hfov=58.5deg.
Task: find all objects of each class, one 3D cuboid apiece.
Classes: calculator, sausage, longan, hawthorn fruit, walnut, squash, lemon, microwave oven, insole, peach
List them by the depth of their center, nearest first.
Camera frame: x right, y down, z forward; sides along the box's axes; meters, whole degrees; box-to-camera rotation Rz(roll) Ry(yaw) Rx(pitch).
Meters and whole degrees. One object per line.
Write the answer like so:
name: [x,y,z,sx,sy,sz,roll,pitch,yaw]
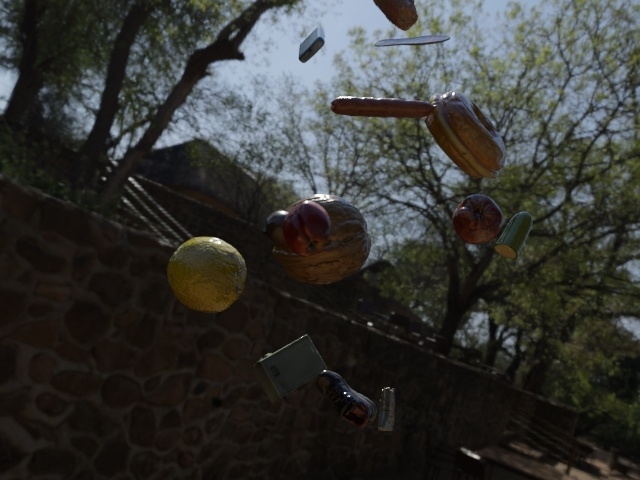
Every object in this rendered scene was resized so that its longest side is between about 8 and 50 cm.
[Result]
peach: [-0.027,-0.025,1.092,0.101,0.100,0.101,19,-8,3]
insole: [0.232,-0.509,1.457,0.194,0.065,0.006,4,-53,20]
longan: [-0.121,-0.040,1.716,0.113,0.113,0.092,15,-32,30]
hawthorn fruit: [0.524,-0.065,1.910,0.173,0.172,0.173,19,-8,3]
walnut: [0.000,0.000,1.913,0.333,0.332,0.333,19,-8,3]
microwave oven: [-0.109,0.447,1.986,0.163,0.205,0.129,60,-30,10]
lemon: [-0.410,0.118,2.040,0.322,0.268,0.268,23,-5,32]
squash: [0.727,-0.027,2.119,0.095,0.188,0.095,31,-21,13]
calculator: [-0.033,-0.735,2.150,0.039,0.121,0.210,39,25,-23]
sausage: [0.254,-0.542,2.336,0.433,0.087,0.088,2,-11,7]

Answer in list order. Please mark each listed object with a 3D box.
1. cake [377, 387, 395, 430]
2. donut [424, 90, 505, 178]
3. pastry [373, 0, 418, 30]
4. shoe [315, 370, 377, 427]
cake: [0.215,0.548,1.841,0.051,0.140,0.055,2,-30,14]
donut: [0.627,-0.454,2.458,0.449,0.448,0.198,26,-51,-38]
pastry: [0.226,-0.805,1.861,0.112,0.265,0.103,-1,-30,-33]
shoe: [0.091,0.637,2.255,0.291,0.114,0.137,37,15,2]
